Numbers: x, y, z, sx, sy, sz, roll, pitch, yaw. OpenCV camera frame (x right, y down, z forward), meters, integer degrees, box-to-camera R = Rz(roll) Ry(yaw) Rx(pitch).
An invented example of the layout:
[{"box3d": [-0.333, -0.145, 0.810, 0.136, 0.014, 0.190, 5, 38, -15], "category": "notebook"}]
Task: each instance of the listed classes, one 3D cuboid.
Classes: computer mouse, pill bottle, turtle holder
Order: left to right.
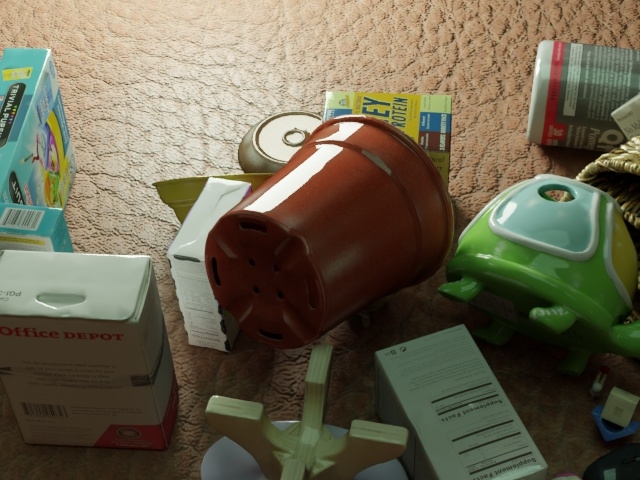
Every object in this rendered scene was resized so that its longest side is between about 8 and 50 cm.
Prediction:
[{"box3d": [0.338, 0.039, 1.627, 0.320, 0.243, 0.227, 8, 65, 51], "category": "turtle holder"}, {"box3d": [0.511, -0.231, 1.970, 0.318, 0.176, 0.176, 7, 47, 10], "category": "pill bottle"}, {"box3d": [0.452, 0.281, 1.571, 0.242, 0.041, 0.071, -23, 48, -19], "category": "computer mouse"}]

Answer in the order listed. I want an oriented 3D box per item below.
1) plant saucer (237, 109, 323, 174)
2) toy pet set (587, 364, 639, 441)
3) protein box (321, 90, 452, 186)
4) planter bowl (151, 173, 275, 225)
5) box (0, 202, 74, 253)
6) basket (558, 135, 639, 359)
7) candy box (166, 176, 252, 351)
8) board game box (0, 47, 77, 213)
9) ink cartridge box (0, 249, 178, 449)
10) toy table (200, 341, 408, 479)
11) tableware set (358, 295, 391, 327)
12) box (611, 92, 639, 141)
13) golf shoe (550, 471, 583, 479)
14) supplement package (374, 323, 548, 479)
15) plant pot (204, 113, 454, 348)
[{"box3d": [-0.045, -0.165, 2.028, 0.198, 0.036, 0.199, -2, 47, 2], "category": "plant saucer"}, {"box3d": [0.421, 0.235, 1.620, 0.122, 0.065, 0.114, 23, 16, 19], "category": "toy pet set"}, {"box3d": [0.102, -0.112, 1.854, 0.199, 0.201, 0.136, 3, 46, 5], "category": "protein box"}, {"box3d": [-0.154, -0.051, 1.854, 0.217, 0.217, 0.090, -3, 89, 0], "category": "planter bowl"}, {"box3d": [-0.397, 0.057, 1.682, 0.100, 0.244, 0.060, 6, 46, 8], "category": "box"}, {"box3d": [0.483, 0.005, 1.716, 0.223, 0.213, 0.299, -27, 50, -23], "category": "basket"}, {"box3d": [-0.146, 0.036, 1.724, 0.070, 0.196, 0.165, 9, 47, 16], "category": "candy box"}, {"box3d": [-0.463, -0.093, 1.826, 0.079, 0.254, 0.336, 1, 46, 3], "category": "board game box"}, {"box3d": [-0.309, 0.148, 1.563, 0.207, 0.283, 0.117, 2, 46, 5], "category": "ink cartridge box"}, {"box3d": [-0.022, 0.275, 1.516, 0.274, 0.161, 0.252, -1, 46, 0], "category": "toy table"}, {"box3d": [0.017, 0.058, 1.809, 0.194, 0.039, 0.128, 27, 41, 18], "category": "tableware set"}, {"box3d": [0.575, -0.118, 1.808, 0.094, 0.113, 0.275, -34, 87, -18], "category": "box"}, {"box3d": [0.300, 0.413, 1.404, 0.140, 0.115, 0.306, -10, 45, -2], "category": "golf shoe"}, {"box3d": [0.176, 0.255, 1.540, 0.133, 0.139, 0.244, -17, 49, -12], "category": "supplement package"}, {"box3d": [0.000, 0.000, 1.616, 0.272, 0.272, 0.265, 26, 38, 25], "category": "plant pot"}]
